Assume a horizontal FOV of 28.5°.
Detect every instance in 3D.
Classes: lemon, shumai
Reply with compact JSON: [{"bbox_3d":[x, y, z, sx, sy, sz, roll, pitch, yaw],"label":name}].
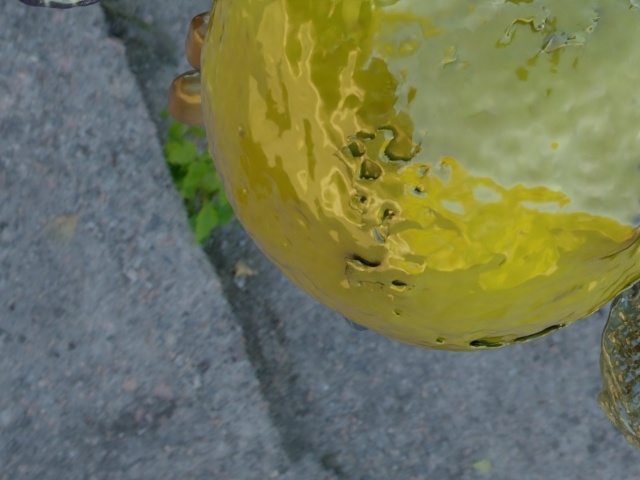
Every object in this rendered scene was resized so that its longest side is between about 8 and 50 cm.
[{"bbox_3d":[0.083,-0.109,0.836,0.349,0.350,0.387,-17,43,-28],"label":"lemon"},{"bbox_3d":[0.346,0.124,1.155,0.142,0.184,0.184,8,60,-63],"label":"shumai"}]

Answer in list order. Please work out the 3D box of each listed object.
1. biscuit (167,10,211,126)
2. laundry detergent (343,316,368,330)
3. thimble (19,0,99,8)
[{"bbox_3d":[-0.025,-0.191,1.474,0.290,0.237,0.062,1,71,-17],"label":"biscuit"},{"bbox_3d":[0.001,-0.001,1.340,0.061,0.096,0.206,-37,67,2],"label":"laundry detergent"},{"bbox_3d":[-0.276,-0.374,1.414,0.237,0.237,0.150,-20,70,-29],"label":"thimble"}]
